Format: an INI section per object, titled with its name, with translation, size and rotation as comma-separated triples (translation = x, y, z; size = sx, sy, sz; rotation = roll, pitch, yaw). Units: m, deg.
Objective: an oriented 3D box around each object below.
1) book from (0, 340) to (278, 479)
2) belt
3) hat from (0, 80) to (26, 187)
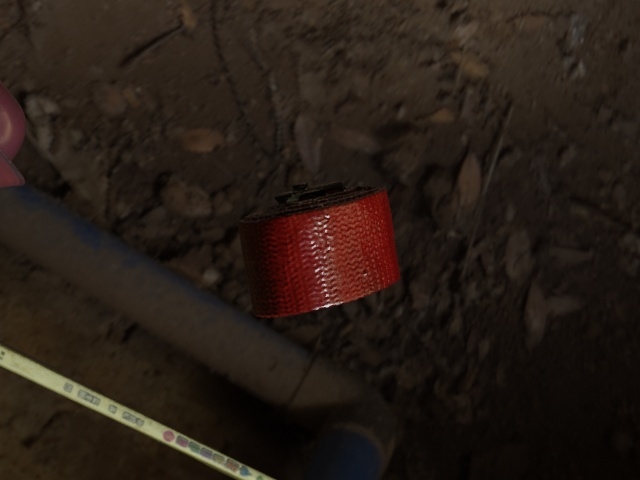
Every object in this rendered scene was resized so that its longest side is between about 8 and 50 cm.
[book]
translation = -0.120, 0.083, 0.695
size = 0.192, 0.168, 0.013
rotation = 29, 79, -13
[belt]
translation = 0.000, 0.000, 1.325
size = 0.128, 0.201, 0.124
rotation = -7, 95, 31
[hat]
translation = -0.377, -0.143, 1.412
size = 0.089, 0.205, 0.205
rotation = -42, 98, -14
